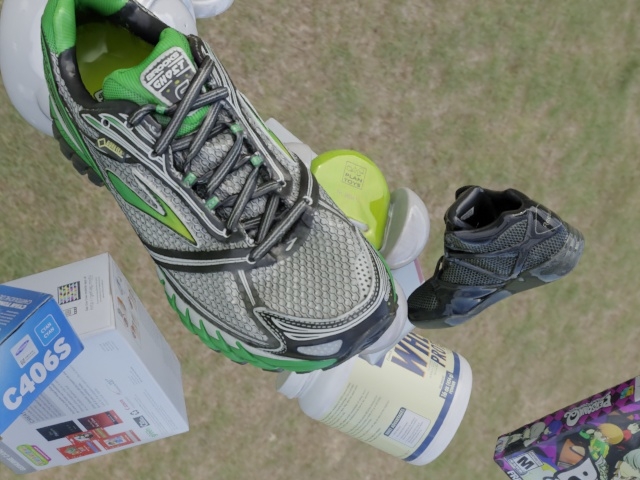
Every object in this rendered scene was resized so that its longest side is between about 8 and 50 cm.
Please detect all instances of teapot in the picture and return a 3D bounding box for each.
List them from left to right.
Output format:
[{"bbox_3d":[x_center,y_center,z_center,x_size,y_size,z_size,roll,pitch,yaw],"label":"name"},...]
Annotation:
[{"bbox_3d":[-0.217,-0.220,0.996,0.252,0.187,0.255,-2,103,-77],"label":"teapot"}]

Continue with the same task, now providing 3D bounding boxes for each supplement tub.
[{"bbox_3d":[0.101,0.268,1.715,0.325,0.235,0.235,26,98,-7],"label":"supplement tub"}]

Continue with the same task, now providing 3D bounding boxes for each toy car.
[{"bbox_3d":[-0.005,0.011,0.772,0.159,0.136,0.181,20,77,-17],"label":"toy car"}]

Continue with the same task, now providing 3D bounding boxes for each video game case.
[{"bbox_3d":[0.317,0.240,0.837,0.232,0.210,0.042,49,35,-10],"label":"video game case"}]

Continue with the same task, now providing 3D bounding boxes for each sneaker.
[{"bbox_3d":[-0.087,-0.047,0.600,0.134,0.343,0.146,-41,159,-19],"label":"sneaker"},{"bbox_3d":[0.151,0.014,0.943,0.130,0.227,0.087,40,49,-16],"label":"sneaker"}]

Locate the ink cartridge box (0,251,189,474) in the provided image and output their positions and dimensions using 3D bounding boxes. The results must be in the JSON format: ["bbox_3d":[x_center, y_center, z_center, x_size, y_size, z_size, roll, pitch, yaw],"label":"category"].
[{"bbox_3d":[-0.363,0.186,1.241,0.272,0.130,0.309,-16,142,0],"label":"ink cartridge box"}]

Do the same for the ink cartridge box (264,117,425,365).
[{"bbox_3d":[0.000,0.000,1.125,0.114,0.273,0.197,-41,148,-12],"label":"ink cartridge box"}]

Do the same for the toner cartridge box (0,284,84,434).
[{"bbox_3d":[-0.420,0.110,0.889,0.165,0.348,0.075,-52,135,-39],"label":"toner cartridge box"}]
